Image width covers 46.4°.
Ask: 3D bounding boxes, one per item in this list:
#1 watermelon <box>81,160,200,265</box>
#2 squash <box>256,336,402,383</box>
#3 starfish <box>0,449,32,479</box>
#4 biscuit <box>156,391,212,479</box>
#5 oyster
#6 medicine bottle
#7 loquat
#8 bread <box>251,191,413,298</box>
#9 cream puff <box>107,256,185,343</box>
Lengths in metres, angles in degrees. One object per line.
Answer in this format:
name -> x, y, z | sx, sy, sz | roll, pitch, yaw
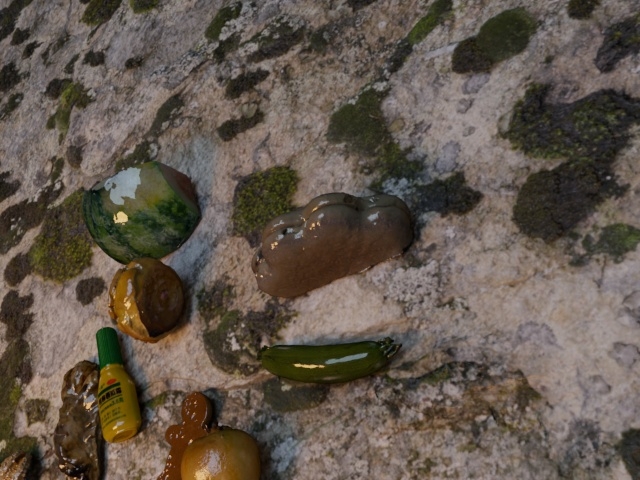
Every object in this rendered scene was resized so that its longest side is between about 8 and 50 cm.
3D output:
watermelon -> -0.440, -0.051, 1.747 | 0.305, 0.223, 0.180 | -27, 13, 23
squash -> 0.001, 0.225, 1.377 | 0.319, 0.080, 0.071 | -8, 103, 31
starfish -> -0.739, 0.617, 1.651 | 0.303, 0.113, 0.312 | -30, 47, 15
biscuit -> -0.257, 0.404, 1.482 | 0.138, 0.031, 0.204 | -5, 68, 36
oyster -> -0.521, 0.418, 1.627 | 0.129, 0.078, 0.344 | -21, 56, 14
medicine bottle -> -0.449, 0.308, 1.629 | 0.095, 0.064, 0.260 | -32, 54, 17
loquat -> -0.180, 0.413, 1.363 | 0.163, 0.137, 0.163 | -9, 77, 42
bread -> 0.000, -0.003, 1.413 | 0.338, 0.183, 0.101 | -25, 50, 20
cream puff -> -0.376, 0.130, 1.600 | 0.130, 0.189, 0.188 | -9, 64, 34
